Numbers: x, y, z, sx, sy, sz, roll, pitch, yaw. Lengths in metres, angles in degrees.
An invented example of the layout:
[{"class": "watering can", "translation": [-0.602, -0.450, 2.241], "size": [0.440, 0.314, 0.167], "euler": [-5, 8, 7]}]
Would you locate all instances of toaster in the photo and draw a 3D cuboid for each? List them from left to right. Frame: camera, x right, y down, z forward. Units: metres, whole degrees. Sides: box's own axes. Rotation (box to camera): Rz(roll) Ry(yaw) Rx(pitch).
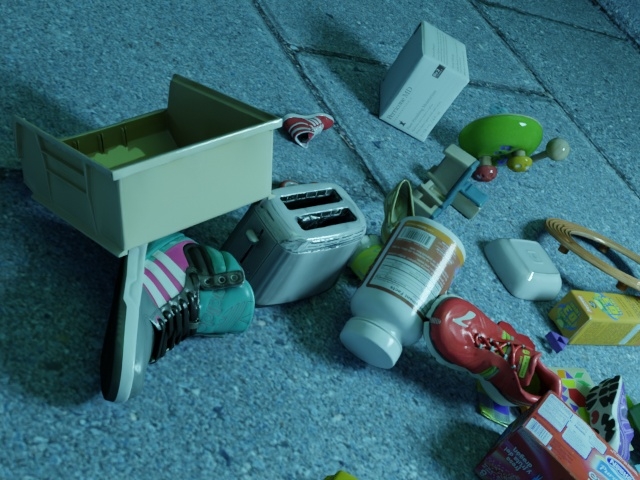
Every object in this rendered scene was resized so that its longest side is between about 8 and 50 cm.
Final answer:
[{"class": "toaster", "translation": [-0.031, 0.003, 1.339], "size": [0.227, 0.146, 0.129], "euler": [-10, 56, -41]}]

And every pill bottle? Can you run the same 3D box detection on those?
[{"class": "pill bottle", "translation": [0.120, 0.079, 1.355], "size": [0.121, 0.121, 0.216], "euler": [35, 66, -2]}]

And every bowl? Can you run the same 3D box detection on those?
[{"class": "bowl", "translation": [0.403, 0.048, 1.764], "size": [0.142, 0.053, 0.142], "euler": [7, 42, -37]}]

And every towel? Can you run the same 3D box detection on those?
[{"class": "towel", "translation": [0.276, 0.255, 1.439], "size": [0.060, 0.009, 0.083], "euler": [28, 34, -13]}]

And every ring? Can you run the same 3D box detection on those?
[{"class": "ring", "translation": [0.619, 0.048, 1.902], "size": [0.336, 0.032, 0.336], "euler": [24, 18, -8]}]

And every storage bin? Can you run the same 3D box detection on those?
[{"class": "storage bin", "translation": [-0.236, -0.117, 1.224], "size": [0.262, 0.123, 0.260], "euler": [-25, 39, -38]}]

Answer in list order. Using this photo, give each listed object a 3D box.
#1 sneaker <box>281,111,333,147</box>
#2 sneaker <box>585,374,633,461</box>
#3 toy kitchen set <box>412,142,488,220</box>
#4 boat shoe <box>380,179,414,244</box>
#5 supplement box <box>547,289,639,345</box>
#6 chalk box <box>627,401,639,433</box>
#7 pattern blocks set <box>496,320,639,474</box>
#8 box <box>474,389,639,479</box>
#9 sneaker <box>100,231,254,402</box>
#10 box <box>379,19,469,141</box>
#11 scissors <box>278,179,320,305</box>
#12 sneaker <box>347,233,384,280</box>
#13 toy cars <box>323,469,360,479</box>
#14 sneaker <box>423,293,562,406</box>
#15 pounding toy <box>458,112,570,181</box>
[{"class": "sneaker", "translation": [-0.014, -0.209, 1.715], "size": [0.118, 0.042, 0.067], "euler": [-6, 48, -35]}, {"class": "sneaker", "translation": [0.482, 0.297, 1.492], "size": [0.071, 0.068, 0.170], "euler": [43, 40, -18]}, {"class": "toy kitchen set", "translation": [0.276, -0.113, 1.743], "size": [0.122, 0.166, 0.207], "euler": [40, 34, 6]}, {"class": "boat shoe", "translation": [0.134, -0.034, 1.494], "size": [0.056, 0.048, 0.153], "euler": [17, 46, -12]}, {"class": "supplement box", "translation": [0.552, 0.152, 1.746], "size": [0.233, 0.080, 0.078], "euler": [4, 44, -36]}, {"class": "chalk box", "translation": [0.644, 0.348, 1.514], "size": [0.132, 0.132, 0.213], "euler": [12, 46, -47]}, {"class": "pattern blocks set", "translation": [0.438, 0.285, 1.530], "size": [0.285, 0.026, 0.325], "euler": [14, 40, -29]}, {"class": "box", "translation": [0.367, 0.361, 1.290], "size": [0.257, 0.123, 0.128], "euler": [44, 35, 12]}, {"class": "sneaker", "translation": [-0.174, 0.097, 1.144], "size": [0.178, 0.124, 0.296], "euler": [14, 37, -14]}, {"class": "box", "translation": [0.223, -0.348, 1.966], "size": [0.119, 0.181, 0.182], "euler": [26, 36, -14]}, {"class": "scissors", "translation": [0.000, 0.000, 1.495], "size": [0.109, 0.021, 0.297], "euler": [14, 39, -29]}, {"class": "sneaker", "translation": [0.134, 0.037, 1.523], "size": [0.208, 0.081, 0.094], "euler": [-12, 55, -34]}, {"class": "toy cars", "translation": [0.105, 0.424, 1.016], "size": [0.176, 0.087, 0.394], "euler": [10, 42, -33]}, {"class": "sneaker", "translation": [0.267, 0.165, 1.347], "size": [0.279, 0.118, 0.107], "euler": [35, 70, -32]}, {"class": "pounding toy", "translation": [0.416, -0.180, 1.978], "size": [0.236, 0.183, 0.110], "euler": [16, 64, -33]}]
